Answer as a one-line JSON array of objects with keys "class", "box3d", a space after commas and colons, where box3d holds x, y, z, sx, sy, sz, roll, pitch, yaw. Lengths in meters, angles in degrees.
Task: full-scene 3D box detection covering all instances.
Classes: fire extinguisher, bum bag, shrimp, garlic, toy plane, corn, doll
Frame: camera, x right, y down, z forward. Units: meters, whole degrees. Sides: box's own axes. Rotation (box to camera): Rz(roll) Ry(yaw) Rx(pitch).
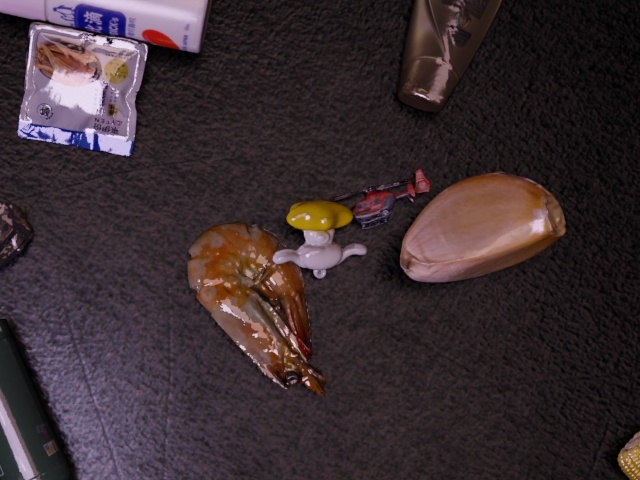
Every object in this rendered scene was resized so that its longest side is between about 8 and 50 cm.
[{"class": "fire extinguisher", "box3d": [-0.414, 0.264, 1.722, 0.095, 0.114, 0.311, -26, 84, 31]}, {"class": "bum bag", "box3d": [-0.515, 0.039, 1.747, 0.248, 0.069, 0.102, -49, 126, -10]}, {"class": "shrimp", "box3d": [-0.075, 0.101, 1.789, 0.154, 0.062, 0.294, -33, 87, -16]}, {"class": "garlic", "box3d": [0.222, -0.010, 1.779, 0.245, 0.164, 0.145, -21, 103, -2]}, {"class": "toy plane", "box3d": [0.094, -0.060, 1.835, 0.145, 0.037, 0.060, -20, 75, -3]}, {"class": "corn", "box3d": [0.511, 0.351, 1.814, 0.165, 0.063, 0.085, 47, 58, 1]}, {"class": "doll", "box3d": [0.007, -0.001, 1.799, 0.135, 0.071, 0.113, 20, 95, -21]}]

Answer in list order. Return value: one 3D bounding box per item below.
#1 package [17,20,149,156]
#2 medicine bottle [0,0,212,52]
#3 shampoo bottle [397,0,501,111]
[{"class": "package", "box3d": [-0.342, -0.216, 1.790, 0.171, 0.027, 0.173, 9, 104, -5]}, {"class": "medicine bottle", "box3d": [-0.327, -0.364, 1.781, 0.341, 0.130, 0.130, 12, 83, -5]}, {"class": "shampoo bottle", "box3d": [0.206, -0.362, 1.856, 0.126, 0.084, 0.350, 19, 82, -1]}]
